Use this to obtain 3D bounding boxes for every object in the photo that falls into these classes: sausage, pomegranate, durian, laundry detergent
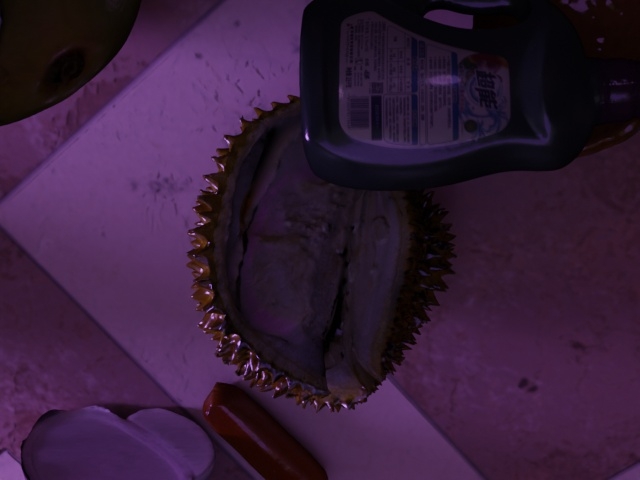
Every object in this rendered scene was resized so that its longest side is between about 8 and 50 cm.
[{"bbox_3d":[-0.048,0.171,0.884,0.041,0.039,0.131,-37,103,30],"label":"sausage"},{"bbox_3d":[-0.219,-0.176,0.698,0.241,0.159,0.189,1,109,39],"label":"pomegranate"},{"bbox_3d":[0.000,0.000,0.753,0.193,0.138,0.237,35,74,-4],"label":"durian"},{"bbox_3d":[0.100,-0.104,0.657,0.222,0.144,0.078,-4,157,8],"label":"laundry detergent"}]

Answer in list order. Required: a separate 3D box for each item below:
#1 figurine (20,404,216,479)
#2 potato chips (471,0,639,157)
[{"bbox_3d":[-0.115,0.320,0.883,0.285,0.206,0.315,4,120,19],"label":"figurine"},{"bbox_3d":[0.179,-0.151,0.693,0.150,0.049,0.201,16,119,12],"label":"potato chips"}]
